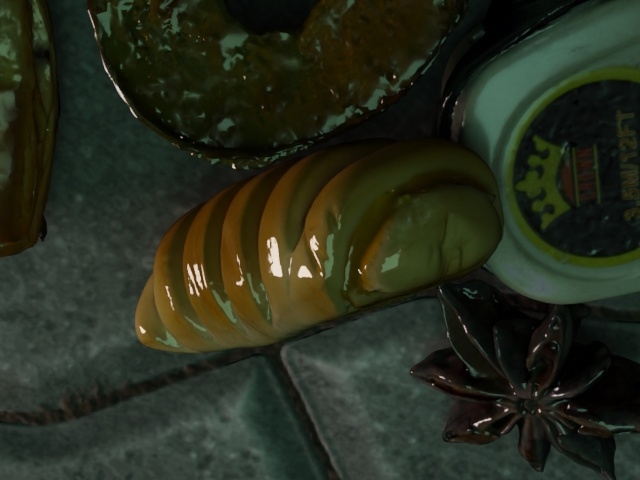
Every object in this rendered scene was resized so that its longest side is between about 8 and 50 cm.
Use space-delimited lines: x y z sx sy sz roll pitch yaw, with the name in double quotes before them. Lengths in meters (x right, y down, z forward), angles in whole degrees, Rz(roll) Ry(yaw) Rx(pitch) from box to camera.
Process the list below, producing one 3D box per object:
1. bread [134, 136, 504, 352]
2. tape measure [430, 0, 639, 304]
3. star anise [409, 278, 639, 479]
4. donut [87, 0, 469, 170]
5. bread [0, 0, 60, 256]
"bread" 0.000 0.000 1.357 0.311 0.173 0.121 -20 87 53
"tape measure" 0.185 -0.099 1.387 0.231 0.133 0.271 -9 114 -3
"star anise" 0.185 0.109 1.486 0.231 0.089 0.209 19 142 1
"donut" -0.025 -0.179 1.333 0.272 0.107 0.272 0 90 12
"bread" -0.299 -0.093 1.411 0.210 0.099 0.235 0 115 1
